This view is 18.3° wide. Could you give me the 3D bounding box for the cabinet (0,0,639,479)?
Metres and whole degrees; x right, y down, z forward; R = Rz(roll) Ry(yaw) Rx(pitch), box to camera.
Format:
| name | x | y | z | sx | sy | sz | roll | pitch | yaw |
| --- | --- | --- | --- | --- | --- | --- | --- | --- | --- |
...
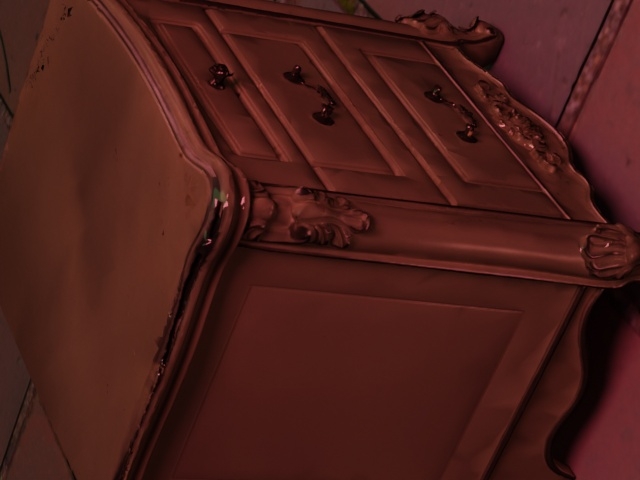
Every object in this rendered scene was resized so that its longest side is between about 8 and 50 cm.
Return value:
| name | x | y | z | sx | sy | sz | roll | pitch | yaw |
| --- | --- | --- | --- | --- | --- | --- | --- | --- | --- |
| cabinet | 0.000 | 0.000 | 1.206 | 0.290 | 0.318 | 0.227 | 57 | 133 | 48 |
